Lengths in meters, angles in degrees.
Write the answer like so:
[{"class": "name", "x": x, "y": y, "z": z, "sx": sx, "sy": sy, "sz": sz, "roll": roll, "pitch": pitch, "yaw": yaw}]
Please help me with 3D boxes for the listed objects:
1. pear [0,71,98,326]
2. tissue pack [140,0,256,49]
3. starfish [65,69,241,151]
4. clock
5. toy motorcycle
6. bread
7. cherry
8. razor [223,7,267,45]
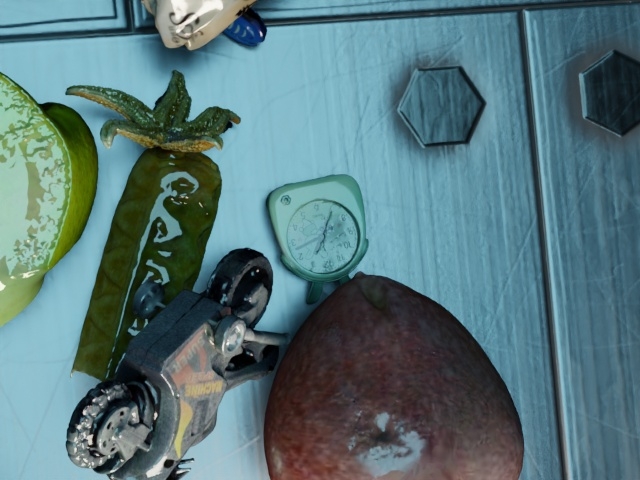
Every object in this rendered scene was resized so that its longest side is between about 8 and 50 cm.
[{"class": "pear", "x": -0.360, "y": -0.057, "z": 1.263, "sx": 0.282, "sy": 0.176, "sz": 0.286, "roll": -33, "pitch": 99, "yaw": -11}, {"class": "tissue pack", "x": -0.074, "y": -0.428, "z": 1.246, "sx": 0.390, "sy": 0.195, "sz": 0.375, "roll": -44, "pitch": 135, "yaw": -23}, {"class": "starfish", "x": -0.168, "y": -0.125, "z": 1.293, "sx": 0.176, "sy": 0.208, "sz": 0.053, "roll": 22, "pitch": 109, "yaw": 2}, {"class": "clock", "x": 0.000, "y": 0.000, "z": 1.387, "sx": 0.101, "sy": 0.041, "sz": 0.135, "roll": -10, "pitch": 92, "yaw": -10}, {"class": "toy motorcycle", "x": -0.136, "y": 0.136, "z": 1.253, "sx": 0.108, "sy": 0.173, "sz": 0.307, "roll": 20, "pitch": 42, "yaw": 26}, {"class": "bread", "x": -0.174, "y": 0.027, "z": 1.334, "sx": 0.087, "sy": 0.098, "sz": 0.269, "roll": 21, "pitch": 84, "yaw": -51}, {"class": "cherry", "x": 0.066, "y": 0.183, "z": 1.307, "sx": 0.261, "sy": 0.221, "sz": 0.307, "roll": -12, "pitch": 83, "yaw": -20}, {"class": "razor", "x": -0.198, "y": -0.295, "z": 1.357, "sx": 0.324, "sy": 0.093, "sz": 0.056, "roll": 25, "pitch": 49, "yaw": -12}]
